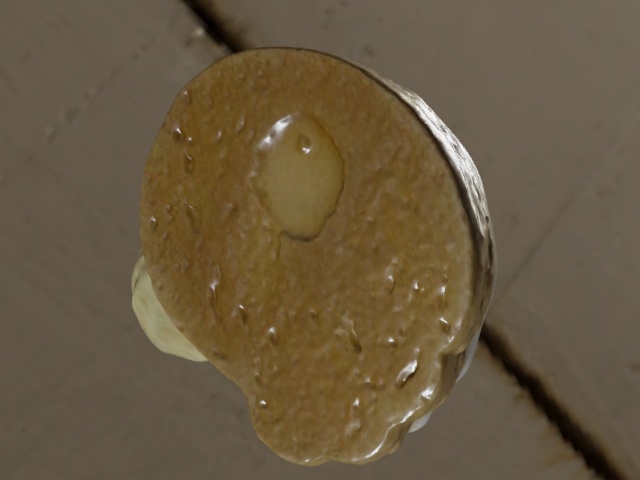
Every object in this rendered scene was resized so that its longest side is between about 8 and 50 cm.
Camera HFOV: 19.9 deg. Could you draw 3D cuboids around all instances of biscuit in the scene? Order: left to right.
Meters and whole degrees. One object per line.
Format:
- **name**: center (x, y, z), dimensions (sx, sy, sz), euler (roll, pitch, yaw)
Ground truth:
- **biscuit**: center (0.000, 0.000, 0.900), dimensions (0.208, 0.181, 0.049), euler (47, -156, 25)

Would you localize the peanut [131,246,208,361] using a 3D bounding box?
- **peanut**: center (-0.029, -0.007, 1.224), dimensions (0.123, 0.257, 0.123), euler (27, -139, -26)
